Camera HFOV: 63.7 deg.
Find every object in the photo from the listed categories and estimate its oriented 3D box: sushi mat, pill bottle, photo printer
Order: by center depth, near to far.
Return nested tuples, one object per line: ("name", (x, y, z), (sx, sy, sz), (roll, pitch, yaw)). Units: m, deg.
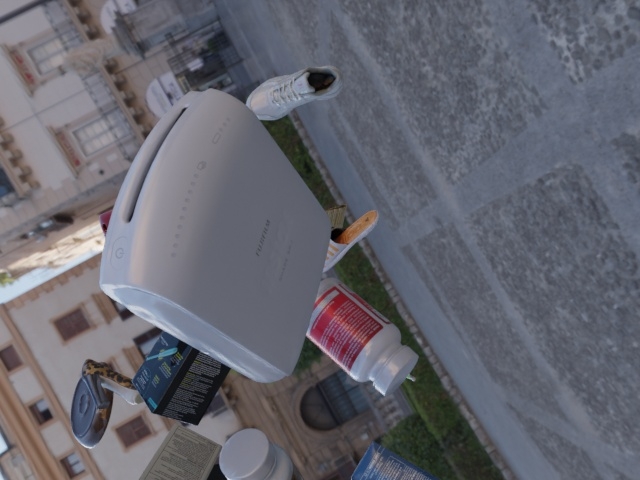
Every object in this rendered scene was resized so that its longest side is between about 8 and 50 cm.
("photo printer", (-0.104, 0.001, 0.604), (0.307, 0.107, 0.256), (52, -133, -51))
("pill bottle", (-0.109, 0.485, 1.036), (0.131, 0.131, 0.229), (56, 170, 55))
("sushi mat", (0.000, 0.000, 1.715), (0.317, 0.151, 0.019), (98, 152, -52))
("pill bottle", (0.122, 0.329, 1.763), (0.407, 0.229, 0.229), (38, 165, 27))

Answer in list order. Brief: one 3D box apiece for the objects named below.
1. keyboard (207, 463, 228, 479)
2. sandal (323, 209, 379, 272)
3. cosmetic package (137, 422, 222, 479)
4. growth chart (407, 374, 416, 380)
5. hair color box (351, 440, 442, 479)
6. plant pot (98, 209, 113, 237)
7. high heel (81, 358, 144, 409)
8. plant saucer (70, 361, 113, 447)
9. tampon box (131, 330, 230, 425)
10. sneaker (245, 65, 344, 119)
("keyboard", (-0.419, 0.899, 1.773), (0.317, 0.201, 0.033), (-112, 12, -72))
("sandal", (0.056, -0.013, 1.520), (0.076, 0.265, 0.102), (39, -161, -24))
("cosmetic package", (-0.381, 0.626, 1.283), (0.153, 0.129, 0.296), (28, -154, 2))
("growth chart", (0.252, 0.415, 1.914), (0.237, 0.021, 0.172), (55, 161, -2))
("hair color box", (0.250, 0.594, 1.123), (0.347, 0.105, 0.174), (14, 145, 42))
("plant pot", (-0.674, -0.027, 1.843), (0.191, 0.190, 0.174), (177, 78, -86))
("high heel", (-0.660, 0.459, 1.735), (0.261, 0.093, 0.186), (6, -142, -52))
("plant saucer", (-0.863, 0.610, 1.926), (0.050, 0.311, 0.311), (16, -149, -41))
("tampon box", (-0.248, 0.233, 0.957), (0.101, 0.161, 0.120), (35, 174, -39))
("sneaker", (-0.057, -0.333, 1.125), (0.115, 0.232, 0.091), (-118, 6, -82))
